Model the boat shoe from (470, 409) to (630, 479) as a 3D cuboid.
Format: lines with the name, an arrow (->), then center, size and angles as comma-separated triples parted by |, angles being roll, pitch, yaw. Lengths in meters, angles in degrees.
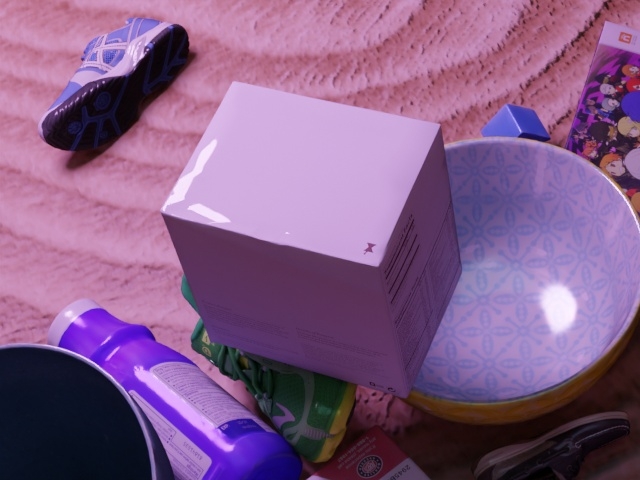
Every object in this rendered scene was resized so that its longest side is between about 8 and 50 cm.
boat shoe -> 0.216, 0.201, 1.429 | 0.152, 0.056, 0.049 | -23, 60, 7

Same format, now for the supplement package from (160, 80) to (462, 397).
supplement package -> 0.000, 0.000, 1.319 | 0.194, 0.203, 0.149 | 14, 58, 19

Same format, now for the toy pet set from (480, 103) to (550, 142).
toy pet set -> 0.223, -0.084, 1.606 | 0.122, 0.065, 0.114 | -21, 55, -4

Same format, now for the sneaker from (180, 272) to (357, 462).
sneaker -> -0.057, 0.110, 1.459 | 0.123, 0.109, 0.295 | 10, 21, -29

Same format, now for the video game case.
video game case -> 0.358, -0.098, 1.581 | 0.210, 0.042, 0.232 | 18, 61, 8

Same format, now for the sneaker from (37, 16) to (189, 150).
sneaker -> -0.242, -0.177, 1.761 | 0.081, 0.080, 0.211 | 26, 55, 32

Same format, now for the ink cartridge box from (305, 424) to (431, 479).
ink cartridge box -> 0.064, 0.295, 1.370 | 0.158, 0.092, 0.218 | -37, 59, -14

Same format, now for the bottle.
bottle -> -0.148, 0.157, 1.486 | 0.283, 0.118, 0.092 | 36, 98, 28

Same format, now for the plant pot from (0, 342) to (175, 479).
plant pot -> -0.241, 0.258, 1.377 | 0.290, 0.195, 0.290 | -7, 65, 16

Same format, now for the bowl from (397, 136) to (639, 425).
bowl -> 0.163, 0.062, 1.465 | 0.289, 0.156, 0.290 | -6, 55, 8
